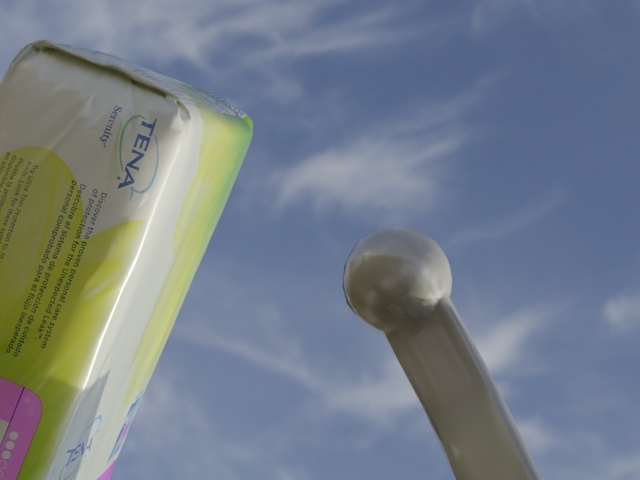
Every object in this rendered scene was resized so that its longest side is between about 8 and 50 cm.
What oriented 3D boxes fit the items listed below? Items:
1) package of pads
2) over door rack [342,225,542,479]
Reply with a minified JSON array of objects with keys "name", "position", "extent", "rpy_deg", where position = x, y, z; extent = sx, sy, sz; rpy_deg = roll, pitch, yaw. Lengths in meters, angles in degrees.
[{"name":"package of pads","position":[-0.144,0.047,0.855],"extent":[0.101,0.297,0.229],"rpy_deg":[23,3,4]},{"name":"over door rack","position":[0.000,0.000,0.260],"extent":[0.239,0.108,0.324],"rpy_deg":[-32,-58,8]}]
